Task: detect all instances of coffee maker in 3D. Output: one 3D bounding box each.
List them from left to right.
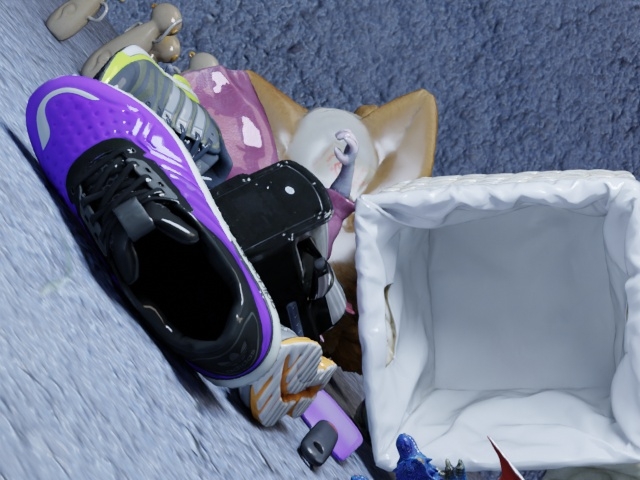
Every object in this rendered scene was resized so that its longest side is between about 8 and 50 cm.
[{"bbox_3d":[-0.065,0.028,1.649,0.178,0.171,0.120,81,1,-49],"label":"coffee maker"}]

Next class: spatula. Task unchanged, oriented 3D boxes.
[{"bbox_3d":[0.003,0.190,1.673,0.084,0.030,0.296,51,2,2],"label":"spatula"}]

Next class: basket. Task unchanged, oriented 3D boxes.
[{"bbox_3d":[0.229,0.080,1.990,0.266,0.331,0.328,-38,124,-75],"label":"basket"}]

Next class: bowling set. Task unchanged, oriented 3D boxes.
[{"bbox_3d":[-0.219,-0.225,2.254,0.287,0.154,0.200,53,3,30],"label":"bowling set"}]

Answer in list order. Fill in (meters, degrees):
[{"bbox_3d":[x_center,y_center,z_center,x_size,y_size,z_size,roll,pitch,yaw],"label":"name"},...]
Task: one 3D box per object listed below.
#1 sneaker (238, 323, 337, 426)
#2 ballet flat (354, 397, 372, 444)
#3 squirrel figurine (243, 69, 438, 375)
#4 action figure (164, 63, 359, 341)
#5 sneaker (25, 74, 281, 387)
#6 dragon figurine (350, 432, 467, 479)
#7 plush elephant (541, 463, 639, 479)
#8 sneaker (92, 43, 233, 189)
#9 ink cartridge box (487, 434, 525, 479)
[{"bbox_3d":[-0.047,0.109,1.482,0.083,0.084,0.215,39,-4,11],"label":"sneaker"},{"bbox_3d":[0.091,0.247,2.213,0.079,0.077,0.221,29,-18,40],"label":"ballet flat"},{"bbox_3d":[0.000,0.000,2.339,0.370,0.281,0.397,114,-27,-69],"label":"squirrel figurine"},{"bbox_3d":[-0.095,-0.026,1.979,0.370,0.248,0.275,59,-31,17],"label":"action figure"},{"bbox_3d":[-0.134,-0.020,1.300,0.293,0.102,0.146,52,3,10],"label":"sneaker"},{"bbox_3d":[0.115,0.283,1.446,0.289,0.085,0.144,62,17,-12],"label":"dragon figurine"},{"bbox_3d":[0.328,0.401,1.995,0.272,0.255,0.330,50,3,-46],"label":"plush elephant"},{"bbox_3d":[-0.165,-0.116,1.730,0.121,0.111,0.300,45,11,13],"label":"sneaker"},{"bbox_3d":[0.225,0.380,1.577,0.308,0.091,0.385,54,-7,27],"label":"ink cartridge box"}]
